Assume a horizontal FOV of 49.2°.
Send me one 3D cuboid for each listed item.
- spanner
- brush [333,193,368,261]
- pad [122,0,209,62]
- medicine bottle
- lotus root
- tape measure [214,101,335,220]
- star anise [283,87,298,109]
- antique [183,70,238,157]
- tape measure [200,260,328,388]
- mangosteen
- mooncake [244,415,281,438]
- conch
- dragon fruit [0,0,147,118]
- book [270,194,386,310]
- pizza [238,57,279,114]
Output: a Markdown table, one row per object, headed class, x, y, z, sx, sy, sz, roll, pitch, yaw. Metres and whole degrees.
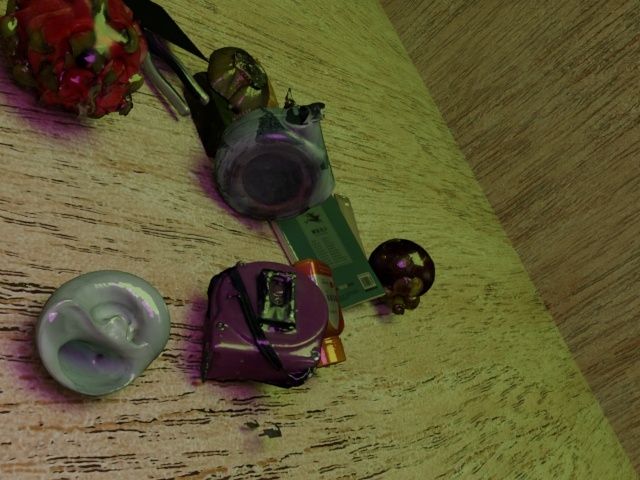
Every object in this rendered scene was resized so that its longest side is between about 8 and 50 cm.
| class | x | y | z | sx | sy | sz | roll | pitch | yaw |
| --- | --- | --- | --- | --- | --- | --- | --- | --- | --- |
| spanner | -0.387 | -0.429 | 1.615 | 0.096 | 0.040 | 0.325 | -40 | 93 | -34 |
| brush | 0.085 | 0.007 | 1.932 | 0.060 | 0.050 | 0.321 | 14 | 47 | -35 |
| pad | -0.402 | -0.538 | 1.687 | 0.202 | 0.005 | 0.300 | 17 | 28 | -51 |
| medicine bottle | -0.020 | 0.159 | 1.486 | 0.149 | 0.112 | 0.222 | 24 | 50 | -72 |
| lotus root | -0.186 | -0.400 | 1.722 | 0.183 | 0.078 | 0.203 | 25 | 44 | -38 |
| tape measure | -0.100 | -0.174 | 1.583 | 0.147 | 0.275 | 0.256 | -95 | 172 | -51 |
| star anise | -0.074 | -0.282 | 1.940 | 0.272 | 0.103 | 0.272 | -16 | 90 | -87 |
| antique | -0.254 | -0.304 | 1.688 | 0.080 | 0.081 | 0.221 | 11 | 51 | -56 |
| tape measure | -0.100 | 0.155 | 1.291 | 0.232 | 0.149 | 0.245 | 6 | 46 | -16 |
| mangosteen | 0.215 | 0.106 | 1.914 | 0.192 | 0.192 | 0.217 | 38 | 54 | -31 |
| mooncake | -0.114 | 0.239 | 1.356 | 0.150 | 0.057 | 0.346 | 12 | 42 | -37 |
| conch | -0.325 | 0.137 | 1.033 | 0.221 | 0.121 | 0.185 | 3 | 61 | -50 |
| dragon fruit | -0.450 | -0.357 | 1.272 | 0.302 | 0.237 | 0.231 | 50 | 4 | 12 |
| book | 0.000 | 0.000 | 1.771 | 0.264 | 0.031 | 0.379 | -12 | 69 | -50 |
| pizza | -0.172 | -0.369 | 1.892 | 0.268 | 0.087 | 0.258 | 57 | 25 | 1 |
